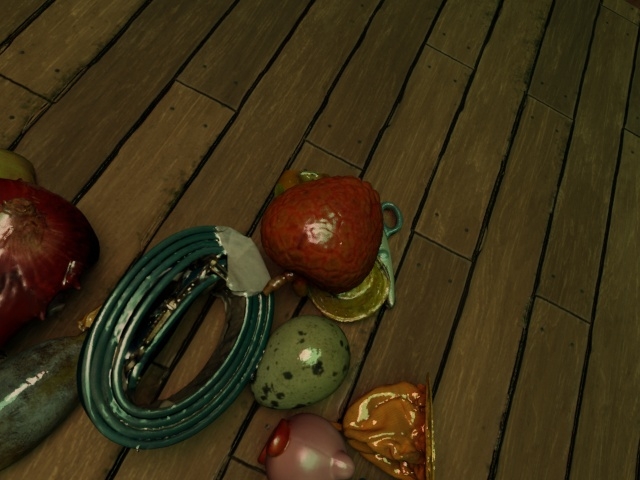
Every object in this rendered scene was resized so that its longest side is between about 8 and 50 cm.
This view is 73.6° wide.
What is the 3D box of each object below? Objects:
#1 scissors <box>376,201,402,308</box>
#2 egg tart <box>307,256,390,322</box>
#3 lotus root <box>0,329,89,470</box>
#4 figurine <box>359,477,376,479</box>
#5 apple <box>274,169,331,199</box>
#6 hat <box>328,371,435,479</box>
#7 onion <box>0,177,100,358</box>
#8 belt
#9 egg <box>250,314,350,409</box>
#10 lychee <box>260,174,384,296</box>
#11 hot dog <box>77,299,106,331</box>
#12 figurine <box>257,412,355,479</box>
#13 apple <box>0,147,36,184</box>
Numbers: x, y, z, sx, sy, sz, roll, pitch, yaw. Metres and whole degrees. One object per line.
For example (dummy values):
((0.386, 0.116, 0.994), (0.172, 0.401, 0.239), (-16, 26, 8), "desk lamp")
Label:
((0.157, 0.033, 1.095), (0.138, 0.041, 0.288), (-4, 71, -7), "scissors")
((0.063, 0.090, 1.014), (0.213, 0.090, 0.212), (1, 68, -2), "egg tart")
((-0.525, 0.274, 0.785), (0.158, 0.140, 0.322), (44, 64, 4), "lotus root")
((0.032, 0.562, 0.716), (0.298, 0.416, 0.243), (-8, 54, -54), "figurine")
((-0.030, -0.106, 1.041), (0.147, 0.147, 0.163), (-7, 71, -17), "apple")
((0.119, 0.408, 0.913), (0.234, 0.244, 0.233), (-1, 35, 17), "hat")
((-0.589, 0.037, 0.761), (0.342, 0.341, 0.340), (5, 70, -13), "onion")
((-0.268, 0.174, 0.839), (0.300, 0.173, 0.436), (38, 62, -18), "belt")
((-0.044, 0.257, 0.894), (0.228, 0.177, 0.177), (-35, 82, -7), "egg")
((0.000, 0.000, 0.871), (0.255, 0.255, 0.299), (28, 79, -3), "lychee")
((-0.438, 0.146, 0.880), (0.041, 0.056, 0.133), (55, 28, -10), "hot dog")
((-0.026, 0.428, 0.839), (0.174, 0.173, 0.173), (5, 70, -13), "figurine")
((-0.757, -0.132, 0.889), (0.265, 0.120, 0.193), (-21, 66, -23), "apple")
